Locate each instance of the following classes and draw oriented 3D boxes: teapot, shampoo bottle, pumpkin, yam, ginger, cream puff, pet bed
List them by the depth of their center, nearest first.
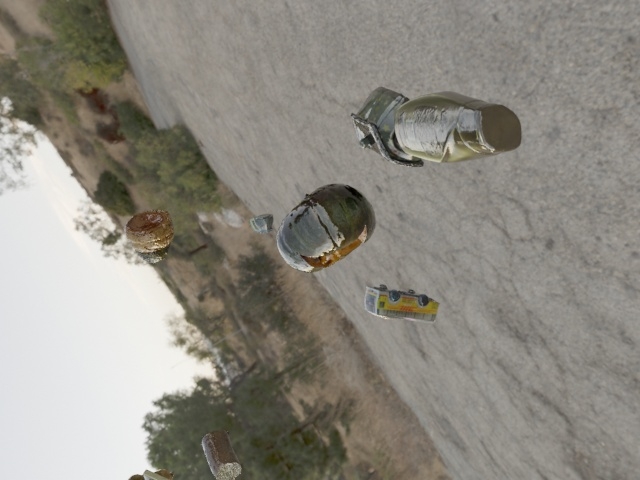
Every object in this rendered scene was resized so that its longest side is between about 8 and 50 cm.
[{"bbox_3d":[0.225,-0.198,0.876,0.350,0.084,0.126,-131,29,-74],"label":"shampoo bottle"},{"bbox_3d":[0.010,-0.032,1.126,0.159,0.238,0.238,59,167,8],"label":"pumpkin"},{"bbox_3d":[0.182,-0.280,1.280,0.183,0.159,0.211,31,-166,-25],"label":"pet bed"},{"bbox_3d":[-0.278,0.602,1.403,0.127,0.084,0.084,44,161,50],"label":"yam"},{"bbox_3d":[-0.196,-0.055,1.682,0.088,0.066,0.057,-4,108,27],"label":"teapot"},{"bbox_3d":[-0.609,-0.003,1.822,0.183,0.183,0.169,44,149,47],"label":"cream puff"},{"bbox_3d":[-0.653,0.920,1.893,0.095,0.190,0.069,-129,32,-64],"label":"ginger"}]

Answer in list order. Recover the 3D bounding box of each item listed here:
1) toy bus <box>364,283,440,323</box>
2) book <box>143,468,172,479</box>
[{"bbox_3d":[0.273,0.216,1.686,0.092,0.268,0.106,14,92,63],"label":"toy bus"},{"bbox_3d":[-0.437,0.825,1.565,0.216,0.021,0.310,17,134,11],"label":"book"}]
